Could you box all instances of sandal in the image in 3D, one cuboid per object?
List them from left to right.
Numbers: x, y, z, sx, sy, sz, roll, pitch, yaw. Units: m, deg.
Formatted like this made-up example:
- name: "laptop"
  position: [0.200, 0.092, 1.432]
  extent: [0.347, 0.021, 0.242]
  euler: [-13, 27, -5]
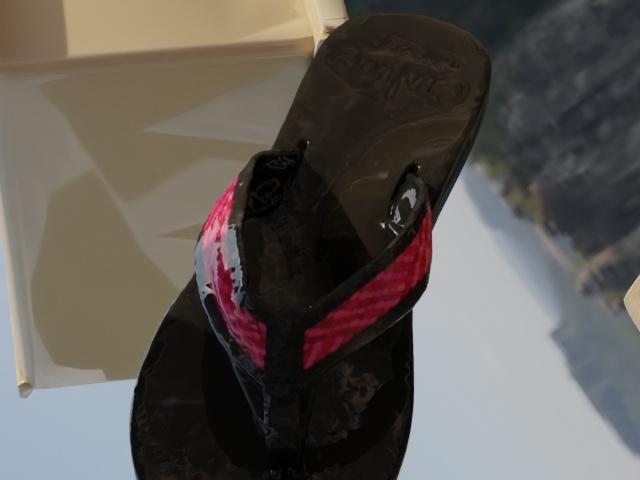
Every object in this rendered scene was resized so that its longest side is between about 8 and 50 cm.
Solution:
- name: "sandal"
  position: [0.000, 0.000, 0.361]
  extent: [0.040, 0.067, 0.179]
  euler: [89, -163, -55]

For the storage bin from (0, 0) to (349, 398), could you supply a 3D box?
- name: "storage bin"
  position: [-0.087, -0.103, 0.624]
  extent: [0.262, 0.123, 0.260]
  euler: [102, 159, -59]

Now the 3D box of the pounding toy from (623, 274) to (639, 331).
- name: "pounding toy"
  position: [0.184, 0.008, 0.328]
  extent: [0.094, 0.206, 0.181]
  euler: [5, -139, -29]
